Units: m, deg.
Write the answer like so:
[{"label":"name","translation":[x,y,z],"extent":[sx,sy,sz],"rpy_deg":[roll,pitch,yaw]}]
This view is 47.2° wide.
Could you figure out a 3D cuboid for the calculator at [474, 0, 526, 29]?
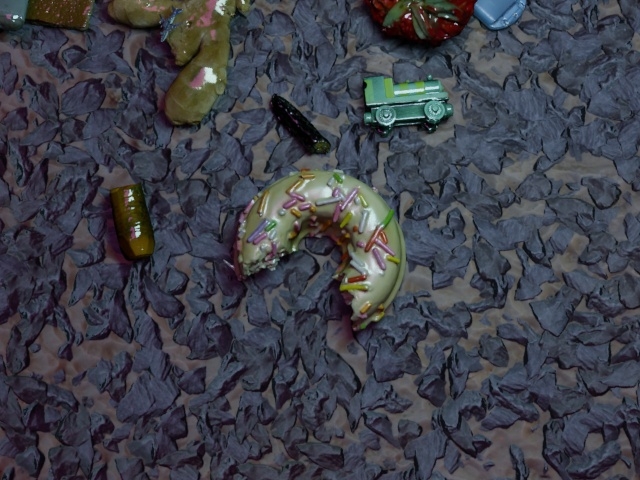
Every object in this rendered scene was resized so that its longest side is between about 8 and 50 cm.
[{"label":"calculator","translation":[0.380,-0.584,1.704],"extent":[0.210,0.039,0.121],"rpy_deg":[44,82,7]}]

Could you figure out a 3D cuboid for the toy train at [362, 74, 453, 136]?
[{"label":"toy train","translation":[0.192,-0.308,1.638],"extent":[0.200,0.083,0.132],"rpy_deg":[-5,77,-2]}]

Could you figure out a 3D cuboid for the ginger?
[{"label":"ginger","translation":[-0.262,-0.475,1.649],"extent":[0.348,0.122,0.363],"rpy_deg":[-30,71,4]}]

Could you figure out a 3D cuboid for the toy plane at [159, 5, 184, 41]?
[{"label":"toy plane","translation":[-0.330,-0.473,1.599],"extent":[0.078,0.024,0.084],"rpy_deg":[27,84,30]}]

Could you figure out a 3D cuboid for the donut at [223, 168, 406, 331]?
[{"label":"donut","translation":[0.010,-0.003,1.551],"extent":[0.371,0.150,0.307],"rpy_deg":[24,81,5]}]

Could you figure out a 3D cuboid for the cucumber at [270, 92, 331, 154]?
[{"label":"cucumber","translation":[-0.050,-0.261,1.647],"extent":[0.053,0.053,0.181],"rpy_deg":[-40,80,-6]}]

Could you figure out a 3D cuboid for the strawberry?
[{"label":"strawberry","translation":[0.238,-0.579,1.621],"extent":[0.261,0.261,0.257],"rpy_deg":[33,44,5]}]

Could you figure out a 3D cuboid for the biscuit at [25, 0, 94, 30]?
[{"label":"biscuit","translation":[-0.644,-0.564,1.710],"extent":[0.237,0.026,0.131],"rpy_deg":[9,79,4]}]

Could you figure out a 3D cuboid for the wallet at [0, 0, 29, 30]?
[{"label":"wallet","translation":[-0.778,-0.649,1.690],"extent":[0.252,0.083,0.360],"rpy_deg":[2,73,3]}]

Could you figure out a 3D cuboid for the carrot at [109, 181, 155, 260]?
[{"label":"carrot","translation":[-0.410,-0.044,1.595],"extent":[0.082,0.082,0.173],"rpy_deg":[-16,84,-2]}]
